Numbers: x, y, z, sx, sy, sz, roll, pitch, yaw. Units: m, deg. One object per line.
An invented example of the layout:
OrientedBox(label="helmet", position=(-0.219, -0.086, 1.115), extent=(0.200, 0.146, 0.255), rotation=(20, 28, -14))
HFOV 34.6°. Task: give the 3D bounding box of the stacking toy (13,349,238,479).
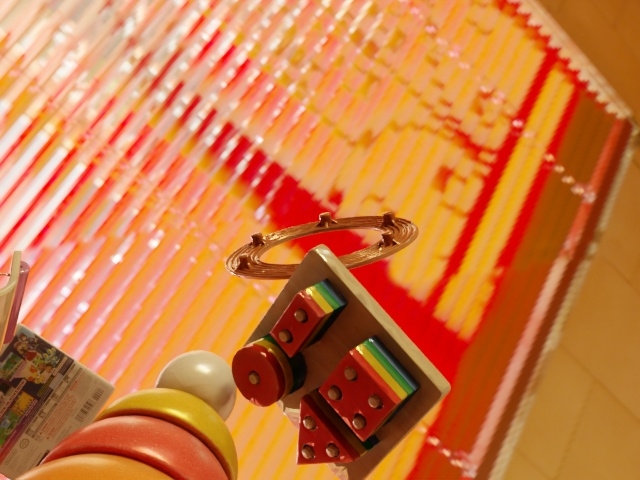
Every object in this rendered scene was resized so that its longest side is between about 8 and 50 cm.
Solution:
OrientedBox(label="stacking toy", position=(-0.219, 0.315, 1.329), extent=(0.350, 0.350, 0.480), rotation=(-35, -165, 29))

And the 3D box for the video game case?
OrientedBox(label="video game case", position=(-0.444, 0.258, 1.565), extent=(0.201, 0.183, 0.023), rotation=(-56, -163, -12))

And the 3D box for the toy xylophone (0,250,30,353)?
OrientedBox(label="toy xylophone", position=(-0.413, 0.048, 0.926), extent=(0.236, 0.322, 0.081), rotation=(-60, -140, 26))

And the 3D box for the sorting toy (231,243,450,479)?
OrientedBox(label="sorting toy", position=(0.002, 0.187, 1.377), extent=(0.089, 0.257, 0.255), rotation=(-25, 157, -47))

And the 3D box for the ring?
OrientedBox(label="ring", position=(0.000, 0.000, 1.759), extent=(0.336, 0.032, 0.336), rotation=(-11, -165, 3))
